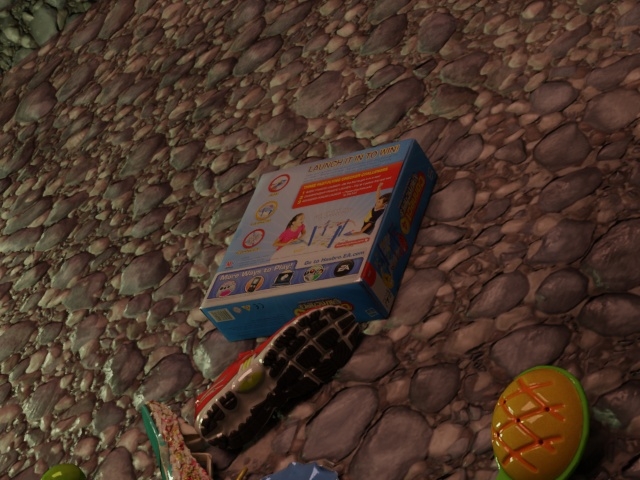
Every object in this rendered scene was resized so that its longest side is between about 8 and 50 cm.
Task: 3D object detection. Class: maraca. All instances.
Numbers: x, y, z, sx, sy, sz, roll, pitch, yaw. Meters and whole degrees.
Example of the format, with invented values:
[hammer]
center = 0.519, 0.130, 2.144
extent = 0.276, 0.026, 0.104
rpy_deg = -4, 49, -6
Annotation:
[maraca]
center = 0.248, 0.234, 1.475
extent = 0.127, 0.099, 0.185
rpy_deg = 1, 74, 47

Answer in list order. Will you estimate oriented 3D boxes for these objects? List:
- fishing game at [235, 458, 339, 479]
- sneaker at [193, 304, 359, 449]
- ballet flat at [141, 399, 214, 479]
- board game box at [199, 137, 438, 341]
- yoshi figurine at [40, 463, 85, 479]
[fishing game]
center = -0.049, 0.357, 1.653
extent = 0.264, 0.041, 0.189
rpy_deg = 10, 58, 49
[sneaker]
center = -0.074, 0.177, 1.848
extent = 0.279, 0.107, 0.118
rpy_deg = -37, 23, -4
[ballet flat]
center = -0.196, 0.309, 1.833
extent = 0.077, 0.091, 0.241
rpy_deg = -11, 34, -15
[board game box]
center = 0.000, 0.000, 2.007
extent = 0.308, 0.086, 0.302
rpy_deg = -11, 41, 35
[yoshi figurine]
center = -0.419, 0.454, 1.812
extent = 0.362, 0.203, 0.203
rpy_deg = -40, -11, 21
